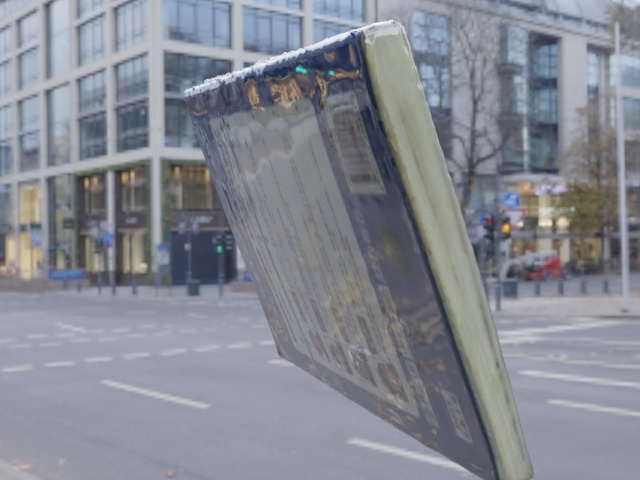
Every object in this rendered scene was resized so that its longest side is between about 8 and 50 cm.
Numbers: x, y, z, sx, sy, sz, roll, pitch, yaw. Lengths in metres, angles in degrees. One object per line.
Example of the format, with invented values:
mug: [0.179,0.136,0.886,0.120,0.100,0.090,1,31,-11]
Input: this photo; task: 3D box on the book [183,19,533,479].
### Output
book: [0.000,0.000,0.709,0.039,0.300,0.428,-23,13,-18]
